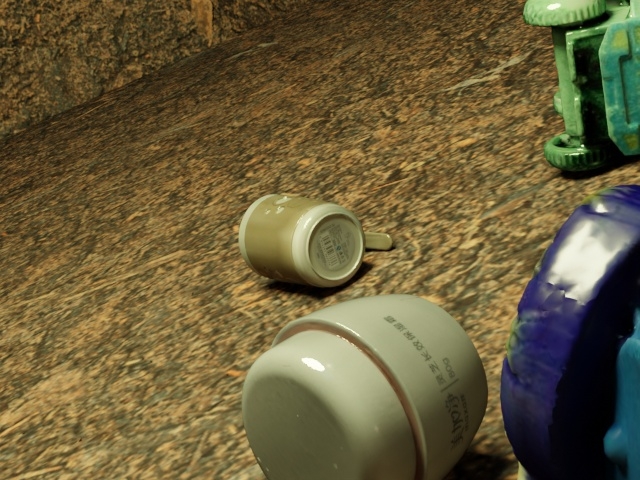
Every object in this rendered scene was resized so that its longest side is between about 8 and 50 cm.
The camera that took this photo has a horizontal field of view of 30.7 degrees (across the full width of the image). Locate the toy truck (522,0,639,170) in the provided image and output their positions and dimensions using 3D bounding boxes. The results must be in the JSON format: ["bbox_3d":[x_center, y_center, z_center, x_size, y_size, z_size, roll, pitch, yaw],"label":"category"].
[{"bbox_3d":[0.272,-0.174,1.039,0.156,0.155,0.279,-7,21,16],"label":"toy truck"}]

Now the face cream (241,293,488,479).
[{"bbox_3d":[0.024,0.089,0.627,0.104,0.117,0.117,-25,16,-40],"label":"face cream"}]

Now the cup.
[{"bbox_3d":[-0.004,0.007,0.993,0.099,0.102,0.074,10,75,56],"label":"cup"}]

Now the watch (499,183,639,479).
[{"bbox_3d":[0.188,0.068,0.463,0.200,0.171,0.196,19,40,42],"label":"watch"}]
